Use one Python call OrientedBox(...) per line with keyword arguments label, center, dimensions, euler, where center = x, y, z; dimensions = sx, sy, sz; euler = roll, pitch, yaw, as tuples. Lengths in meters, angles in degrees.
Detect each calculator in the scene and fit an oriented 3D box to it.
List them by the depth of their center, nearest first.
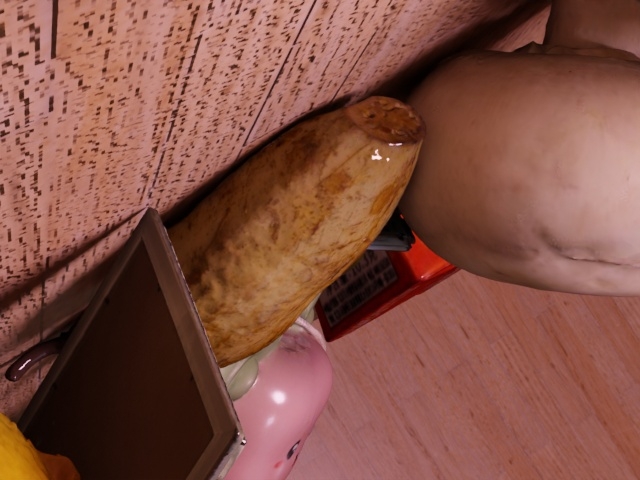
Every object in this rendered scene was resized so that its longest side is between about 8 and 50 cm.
OrientedBox(label="calculator", center=(0.030, -0.022, 0.981), dimensions=(0.057, 0.018, 0.172), euler=(0, -163, -2))

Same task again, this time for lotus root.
OrientedBox(label="lotus root", center=(-0.038, 0.007, 0.863), dimensions=(0.258, 0.097, 0.110), euler=(-40, 169, 32))

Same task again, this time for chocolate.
OrientedBox(label="chocolate", center=(0.116, -0.003, 1.609), dimensions=(0.235, 0.108, 0.237), euler=(-30, 176, -31))

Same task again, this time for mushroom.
OrientedBox(label="mushroom", center=(0.166, -0.066, 0.900), dimensions=(0.246, 0.202, 0.246), euler=(12, 180, 0))

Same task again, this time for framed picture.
OrientedBox(label="framed picture", center=(-0.129, 0.140, 0.746), dimensions=(0.274, 0.017, 0.217), euler=(-56, -149, 19))

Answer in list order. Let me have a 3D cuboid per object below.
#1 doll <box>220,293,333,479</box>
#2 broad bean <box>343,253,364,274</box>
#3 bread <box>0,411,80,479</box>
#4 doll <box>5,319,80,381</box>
OrientedBox(label="doll", center=(-0.100, 0.129, 1.329), dimensions=(0.268, 0.216, 0.284), euler=(-57, 174, 19))
OrientedBox(label="broad bean", center=(0.000, 0.000, 1.181), dimensions=(0.077, 0.061, 0.339), euler=(-25, 174, 3))
OrientedBox(label="bread", center=(-0.211, 0.133, 0.701), dimensions=(0.147, 0.160, 0.260), euler=(-36, 173, -48))
OrientedBox(label="doll", center=(-0.146, 0.071, 1.054), dimensions=(0.165, 0.057, 0.139), euler=(-38, 171, 10))
